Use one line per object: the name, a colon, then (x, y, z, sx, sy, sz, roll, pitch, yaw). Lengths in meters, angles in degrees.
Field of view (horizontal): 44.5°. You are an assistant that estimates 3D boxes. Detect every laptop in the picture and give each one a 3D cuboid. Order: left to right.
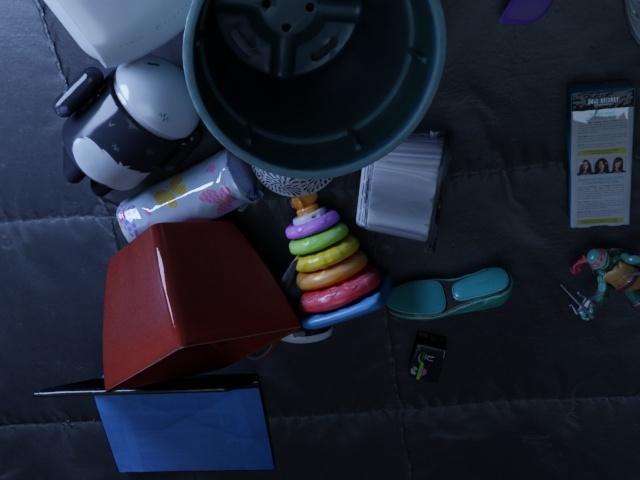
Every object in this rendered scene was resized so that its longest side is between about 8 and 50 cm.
laptop: (-0.322, 0.403, 1.630, 0.382, 0.408, 0.236, -4, 84, 8)

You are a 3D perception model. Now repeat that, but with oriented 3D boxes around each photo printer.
photo printer: (-0.329, -0.447, 1.231, 0.256, 0.107, 0.307, -38, 108, -8)

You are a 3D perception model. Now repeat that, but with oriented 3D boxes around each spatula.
spatula: (0.372, -0.411, 1.143, 0.084, 0.030, 0.296, -5, 163, -25)

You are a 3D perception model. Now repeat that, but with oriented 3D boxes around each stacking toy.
stacking toy: (0.000, 0.000, 1.443, 0.166, 0.175, 0.302, -19, 101, 19)

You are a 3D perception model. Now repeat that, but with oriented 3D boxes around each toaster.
toaster: (0.147, -0.093, 1.373, 0.146, 0.129, 0.227, 10, 120, 9)

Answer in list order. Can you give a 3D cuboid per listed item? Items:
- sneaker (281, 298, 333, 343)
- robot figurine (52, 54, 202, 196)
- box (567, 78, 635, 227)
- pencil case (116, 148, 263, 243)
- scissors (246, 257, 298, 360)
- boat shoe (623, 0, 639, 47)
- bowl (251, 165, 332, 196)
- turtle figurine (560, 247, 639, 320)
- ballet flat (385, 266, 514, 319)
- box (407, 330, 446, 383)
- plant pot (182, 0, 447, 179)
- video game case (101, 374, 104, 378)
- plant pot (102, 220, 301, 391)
sneaker: (-0.081, 0.128, 1.544, 0.217, 0.079, 0.121, 7, 120, 7)
robot figurine: (-0.337, -0.201, 1.373, 0.278, 0.209, 0.173, -38, 85, 24)
box: (0.473, -0.144, 1.330, 0.100, 0.060, 0.244, -3, 116, 10)
pencil case: (-0.242, -0.073, 1.454, 0.273, 0.113, 0.124, -23, 156, 18)
scissors: (-0.087, 0.139, 1.489, 0.109, 0.021, 0.297, 42, 129, -6)
boat shoe: (0.507, -0.375, 1.194, 0.095, 0.084, 0.258, -28, 109, 20)
bowl: (-0.050, -0.164, 1.354, 0.170, 0.080, 0.170, 0, 87, 7)
turtle figurine: (0.549, 0.071, 1.396, 0.234, 0.118, 0.175, 24, 134, -20)
ballet flat: (0.247, 0.114, 1.487, 0.247, 0.083, 0.087, -13, 147, 14)
box: (0.214, 0.234, 1.568, 0.062, 0.052, 0.083, 12, 117, 3)
plant pot: (-0.030, -0.311, 1.144, 0.341, 0.334, 0.341, -5, 119, -8)
video game case: (-0.408, 0.298, 1.721, 0.119, 0.015, 0.166, 32, 117, -8)
plant pot: (-0.241, 0.106, 1.416, 0.267, 0.267, 0.235, -32, 70, 41)
